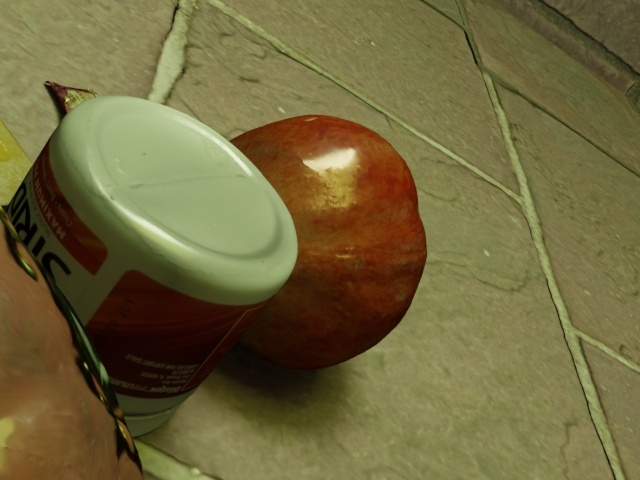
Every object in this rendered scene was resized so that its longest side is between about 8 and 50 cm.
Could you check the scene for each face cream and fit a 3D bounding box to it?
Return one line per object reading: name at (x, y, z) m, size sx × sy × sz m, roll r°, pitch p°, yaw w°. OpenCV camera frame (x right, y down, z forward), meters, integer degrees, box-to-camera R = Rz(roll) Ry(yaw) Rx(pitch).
face cream at (-0.145, 0.019, 0.789) m, size 0.201 × 0.187 × 0.201 m, roll 30°, pitch 29°, yaw -18°

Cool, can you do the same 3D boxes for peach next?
peach at (0.000, 0.000, 0.969) m, size 0.257 × 0.232 × 0.232 m, roll 2°, pitch 45°, yaw -39°

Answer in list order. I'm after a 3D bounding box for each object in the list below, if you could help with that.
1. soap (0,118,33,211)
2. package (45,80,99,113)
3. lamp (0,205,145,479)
soap at (-0.334, -0.088, 0.839) m, size 0.232 × 0.073 × 0.140 m, roll 50°, pitch 33°, yaw 18°
package at (-0.249, -0.144, 1.082) m, size 0.059 × 0.029 × 0.083 m, roll 3°, pitch 33°, yaw -40°
lamp at (-0.224, 0.101, 0.506) m, size 0.240 × 0.305 × 0.305 m, roll -31°, pitch 67°, yaw -14°
